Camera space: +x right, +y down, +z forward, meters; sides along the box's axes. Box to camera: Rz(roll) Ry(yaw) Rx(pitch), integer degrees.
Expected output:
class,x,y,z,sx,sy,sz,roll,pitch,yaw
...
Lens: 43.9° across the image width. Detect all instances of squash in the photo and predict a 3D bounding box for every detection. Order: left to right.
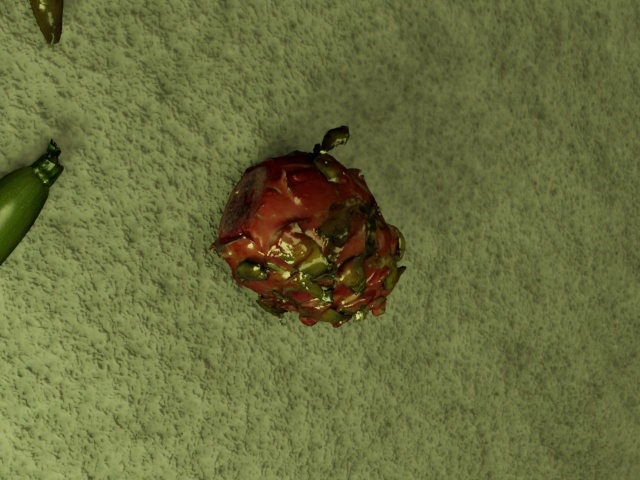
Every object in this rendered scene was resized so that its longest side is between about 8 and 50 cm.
class,x,y,z,sx,sy,sz,roll,pitch,yaw
squash,-0.462,-0.002,1.092,0.087,0.087,0.331,42,81,-27

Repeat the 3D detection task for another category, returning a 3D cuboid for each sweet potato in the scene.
class,x,y,z,sx,sy,sz,roll,pitch,yaw
sweet potato,-0.388,-0.397,1.049,0.067,0.067,0.274,-17,107,-21

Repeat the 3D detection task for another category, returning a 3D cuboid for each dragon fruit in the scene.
class,x,y,z,sx,sy,sz,roll,pitch,yaw
dragon fruit,0.000,0.000,1.224,0.291,0.250,0.269,27,71,-22
